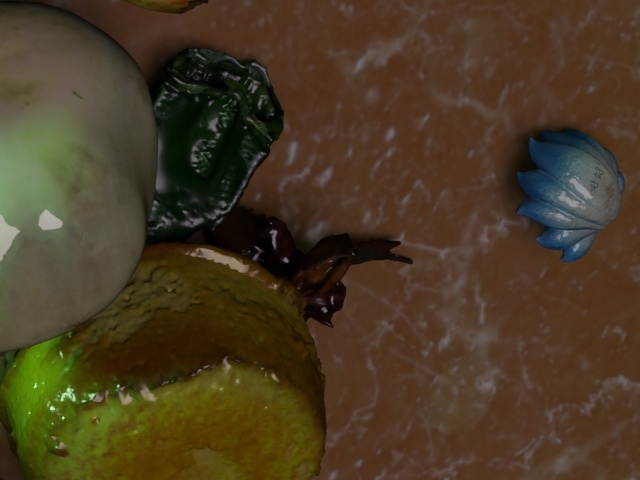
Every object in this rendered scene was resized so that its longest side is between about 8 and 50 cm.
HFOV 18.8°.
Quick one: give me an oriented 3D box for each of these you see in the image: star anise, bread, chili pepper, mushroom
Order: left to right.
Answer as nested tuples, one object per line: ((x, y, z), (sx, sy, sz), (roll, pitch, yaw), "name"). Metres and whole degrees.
((-0.232, -0.035, 1.390), (0.260, 0.254, 0.234), (-39, 162, -27), "mushroom")
((-0.116, -0.054, 1.498), (0.108, 0.062, 0.216), (32, 94, -21), "chili pepper")
((-0.115, 0.135, 1.492), (0.268, 0.145, 0.268), (-6, 127, -8), "bread")
((-0.001, 0.007, 1.561), (0.144, 0.158, 0.140), (-52, 134, -37), "star anise")

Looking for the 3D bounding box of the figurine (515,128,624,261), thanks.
((0.205, -0.047, 1.620), (0.114, 0.079, 0.114), (0, 89, -25), "figurine")

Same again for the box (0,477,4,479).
((-0.290, 0.224, 1.463), (0.097, 0.168, 0.265), (-47, 119, 2), "box")

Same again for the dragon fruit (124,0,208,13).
((-0.067, -0.301, 1.352), (0.305, 0.226, 0.305), (0, 92, 7), "dragon fruit")
